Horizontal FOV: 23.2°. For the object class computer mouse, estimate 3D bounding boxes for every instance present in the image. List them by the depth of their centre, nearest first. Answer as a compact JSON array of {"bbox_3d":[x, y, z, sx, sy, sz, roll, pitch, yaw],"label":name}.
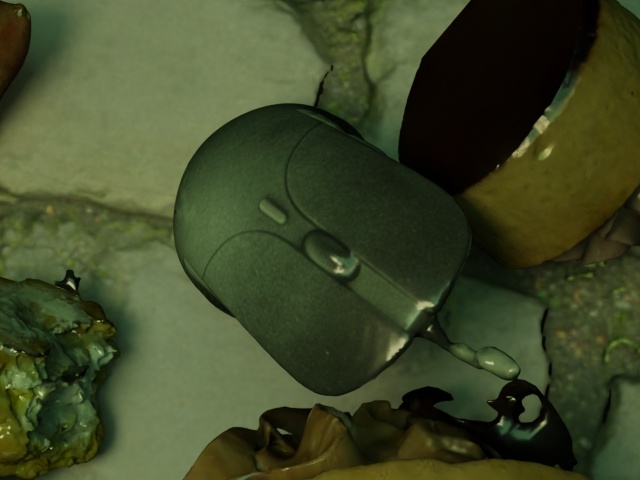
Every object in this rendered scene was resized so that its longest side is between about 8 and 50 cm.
[{"bbox_3d":[0.000,0.000,1.020,0.167,0.090,0.379,-57,40,-1],"label":"computer mouse"}]

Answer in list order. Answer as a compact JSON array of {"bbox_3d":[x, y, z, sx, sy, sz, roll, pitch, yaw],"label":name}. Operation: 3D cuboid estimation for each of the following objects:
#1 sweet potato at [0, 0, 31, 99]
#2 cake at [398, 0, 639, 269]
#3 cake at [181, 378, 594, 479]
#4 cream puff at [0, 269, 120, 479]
[{"bbox_3d":[-0.357,-0.049,1.160,0.385,0.109,0.109,-39,76,9],"label":"sweet potato"},{"bbox_3d":[0.177,-0.072,1.074,0.178,0.185,0.207,27,55,-28],"label":"cake"},{"bbox_3d":[0.063,0.208,0.951,0.332,0.332,0.321,-6,46,5],"label":"cake"},{"bbox_3d":[-0.218,0.101,1.092,0.121,0.156,0.156,11,78,18],"label":"cream puff"}]
